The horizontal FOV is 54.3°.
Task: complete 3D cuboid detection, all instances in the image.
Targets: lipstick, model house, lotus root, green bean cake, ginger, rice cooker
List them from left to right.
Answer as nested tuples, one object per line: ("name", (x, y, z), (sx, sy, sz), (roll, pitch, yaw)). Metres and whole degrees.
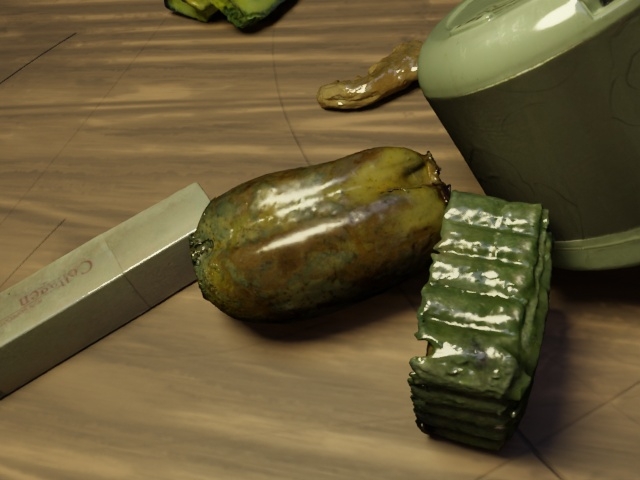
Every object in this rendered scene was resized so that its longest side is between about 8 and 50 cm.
("lipstick", (-0.275, 0.067, 0.705), (0.372, 0.079, 0.076), (-32, 53, -9))
("model house", (-0.159, -0.447, 1.044), (0.211, 0.170, 0.193), (4, 58, 52))
("lotus root", (0.000, 0.000, 0.639), (0.275, 0.160, 0.151), (-15, 76, 5))
("ginger", (0.079, -0.221, 0.847), (0.174, 0.051, 0.069), (-23, 49, -5))
("green bean cake", (0.142, 0.071, 0.537), (0.094, 0.173, 0.181), (10, 56, 18))
("rice cooker", (0.261, -0.133, 0.567), (0.288, 0.277, 0.288), (-34, 19, 13))
